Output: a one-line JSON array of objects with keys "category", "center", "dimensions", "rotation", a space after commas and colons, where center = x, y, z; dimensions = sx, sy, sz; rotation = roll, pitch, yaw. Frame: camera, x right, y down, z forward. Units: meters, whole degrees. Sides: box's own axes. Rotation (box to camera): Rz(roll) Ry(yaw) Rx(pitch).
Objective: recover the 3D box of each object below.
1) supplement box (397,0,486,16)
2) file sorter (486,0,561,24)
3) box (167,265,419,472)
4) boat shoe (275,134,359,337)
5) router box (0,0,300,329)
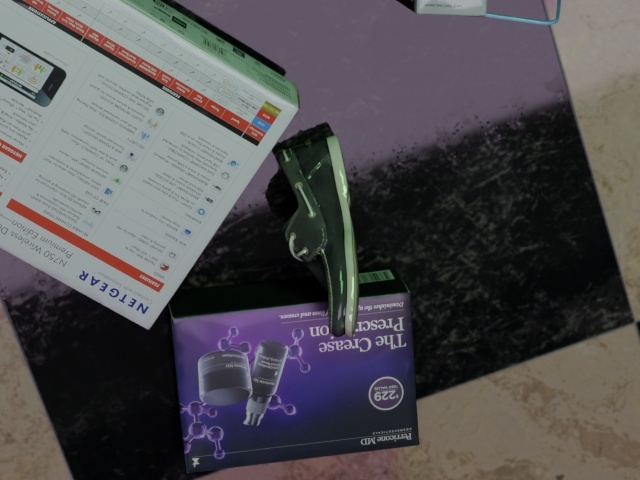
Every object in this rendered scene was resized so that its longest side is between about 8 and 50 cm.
[{"category": "supplement box", "center": [0.112, -0.303, 1.796], "dimensions": [0.073, 0.239, 0.130], "rotation": [1, 105, -9]}, {"category": "file sorter", "center": [0.207, -0.321, 1.842], "dimensions": [0.118, 0.104, 0.170], "rotation": [9, 120, 4]}, {"category": "box", "center": [-0.031, 0.142, 1.970], "dimensions": [0.261, 0.103, 0.184], "rotation": [-7, 108, -7]}, {"category": "boat shoe", "center": [0.000, 0.000, 1.898], "dimensions": [0.079, 0.084, 0.233], "rotation": [-9, 64, 0]}, {"category": "router box", "center": [-0.242, -0.115, 1.855], "dimensions": [0.335, 0.082, 0.301], "rotation": [31, 108, -15]}]
